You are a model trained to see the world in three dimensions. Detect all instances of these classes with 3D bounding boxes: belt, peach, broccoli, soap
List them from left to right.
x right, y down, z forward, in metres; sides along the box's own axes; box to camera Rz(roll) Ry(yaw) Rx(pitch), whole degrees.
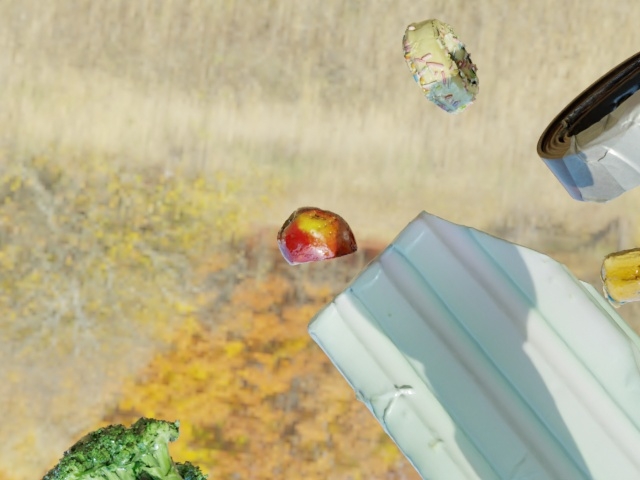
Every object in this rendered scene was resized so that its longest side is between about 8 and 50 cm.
[{"bbox_3d":[-0.238,0.360,1.531,0.241,0.261,0.269,1,-162,38],"label":"broccoli"},{"bbox_3d":[0.000,0.000,1.368,0.083,0.077,0.050,35,163,-12],"label":"peach"},{"bbox_3d":[0.221,0.172,1.317,0.446,0.261,0.156,51,-167,25],"label":"soap"},{"bbox_3d":[0.426,-0.164,1.702,0.105,0.261,0.184,47,-163,-19],"label":"belt"}]

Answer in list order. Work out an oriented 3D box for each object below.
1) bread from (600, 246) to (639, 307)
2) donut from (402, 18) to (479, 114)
[{"bbox_3d":[0.374,0.039,1.421,0.106,0.053,0.072,-12,130,15],"label":"bread"},{"bbox_3d":[0.203,-0.290,2.045,0.068,0.175,0.174,-31,160,26],"label":"donut"}]
